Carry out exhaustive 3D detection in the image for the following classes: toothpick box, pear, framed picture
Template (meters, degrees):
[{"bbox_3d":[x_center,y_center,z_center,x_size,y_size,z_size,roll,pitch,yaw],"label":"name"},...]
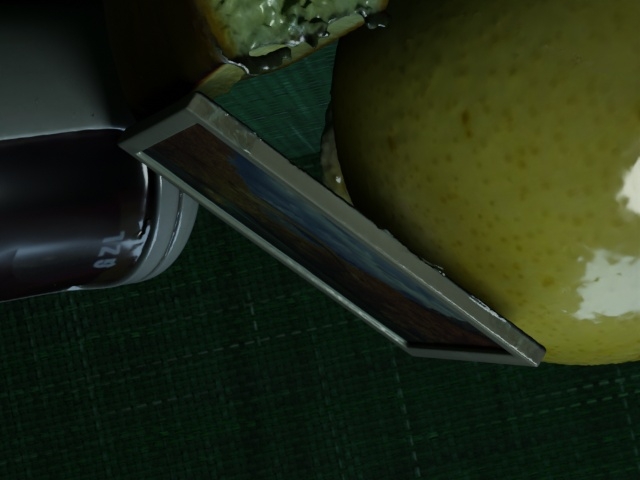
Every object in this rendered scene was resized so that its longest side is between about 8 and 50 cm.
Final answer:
[{"bbox_3d":[-0.265,-0.058,0.935,0.316,0.229,0.229,-12,179,-36],"label":"toothpick box"},{"bbox_3d":[0.170,-0.084,0.914,0.348,0.348,0.348,-12,179,0],"label":"pear"},{"bbox_3d":[0.000,0.000,0.844,0.016,0.250,0.184,-58,-164,-13],"label":"framed picture"}]

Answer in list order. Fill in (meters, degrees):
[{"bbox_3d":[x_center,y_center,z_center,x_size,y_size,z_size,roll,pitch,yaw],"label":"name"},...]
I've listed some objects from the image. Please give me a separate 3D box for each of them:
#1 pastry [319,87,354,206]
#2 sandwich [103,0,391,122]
[{"bbox_3d":[0.154,-0.098,1.236,0.329,0.330,0.136,-12,-155,11],"label":"pastry"},{"bbox_3d":[-0.061,-0.141,0.808,0.122,0.128,0.235,-16,-179,-23],"label":"sandwich"}]
